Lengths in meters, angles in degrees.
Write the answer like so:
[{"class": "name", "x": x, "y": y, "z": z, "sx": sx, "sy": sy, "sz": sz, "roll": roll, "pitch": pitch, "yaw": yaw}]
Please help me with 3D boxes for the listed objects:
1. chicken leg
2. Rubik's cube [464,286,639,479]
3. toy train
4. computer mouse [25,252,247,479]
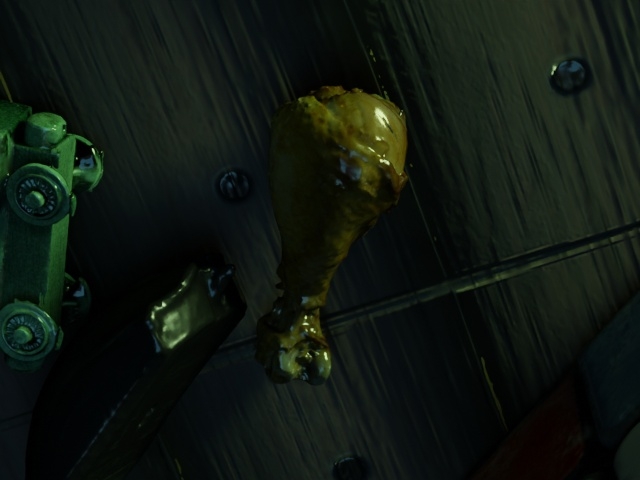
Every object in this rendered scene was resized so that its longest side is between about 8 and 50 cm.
[{"class": "chicken leg", "x": -0.003, "y": -0.001, "z": 1.332, "sx": 0.087, "sy": 0.107, "sz": 0.251, "roll": 2, "pitch": 123, "yaw": -19}, {"class": "Rubik's cube", "x": 0.308, "y": 0.228, "z": 1.310, "sx": 0.318, "sy": 0.316, "sz": 0.313, "roll": 35, "pitch": 111, "yaw": -13}, {"class": "toy train", "x": -0.228, "y": -0.003, "z": 1.345, "sx": 0.132, "sy": 0.083, "sz": 0.200, "roll": 13, "pitch": 114, "yaw": 7}, {"class": "computer mouse", "x": -0.147, "y": 0.100, "z": 1.359, "sx": 0.088, "sy": 0.147, "sz": 0.264, "roll": 42, "pitch": 111, "yaw": 7}]
